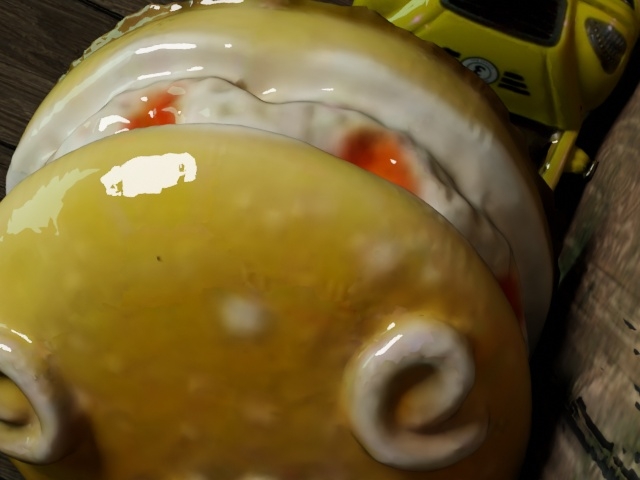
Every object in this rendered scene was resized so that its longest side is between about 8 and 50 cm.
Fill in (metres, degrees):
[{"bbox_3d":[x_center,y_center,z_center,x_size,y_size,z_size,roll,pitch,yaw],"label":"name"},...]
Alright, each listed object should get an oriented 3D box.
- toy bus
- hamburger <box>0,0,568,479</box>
[{"bbox_3d":[0.060,-0.043,0.915,0.331,0.145,0.151,113,178,-65],"label":"toy bus"},{"bbox_3d":[-0.029,0.060,0.747,0.186,0.260,0.303,-76,-7,-46],"label":"hamburger"}]
